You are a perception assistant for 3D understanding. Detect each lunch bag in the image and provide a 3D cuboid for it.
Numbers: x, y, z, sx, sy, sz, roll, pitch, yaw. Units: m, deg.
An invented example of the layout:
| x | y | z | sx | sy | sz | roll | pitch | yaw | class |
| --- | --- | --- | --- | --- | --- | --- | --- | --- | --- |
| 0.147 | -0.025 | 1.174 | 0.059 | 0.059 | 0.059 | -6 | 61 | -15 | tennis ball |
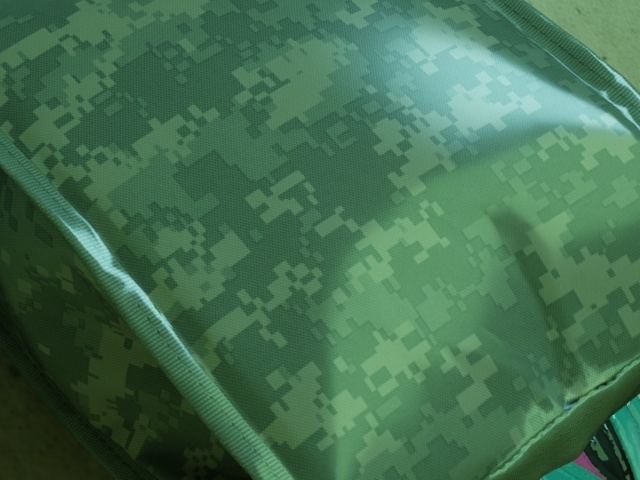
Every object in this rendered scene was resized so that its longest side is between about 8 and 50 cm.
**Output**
| x | y | z | sx | sy | sz | roll | pitch | yaw | class |
| --- | --- | --- | --- | --- | --- | --- | --- | --- | --- |
| 0.000 | 0.000 | 0.692 | 0.235 | 0.169 | 0.287 | -32 | 60 | -26 | lunch bag |

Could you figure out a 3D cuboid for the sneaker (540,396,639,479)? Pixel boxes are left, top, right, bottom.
| x | y | z | sx | sy | sz | roll | pitch | yaw | class |
| --- | --- | --- | --- | --- | --- | --- | --- | --- | --- |
| 0.068 | 0.083 | 0.862 | 0.295 | 0.124 | 0.178 | 51 | 24 | 17 | sneaker |
